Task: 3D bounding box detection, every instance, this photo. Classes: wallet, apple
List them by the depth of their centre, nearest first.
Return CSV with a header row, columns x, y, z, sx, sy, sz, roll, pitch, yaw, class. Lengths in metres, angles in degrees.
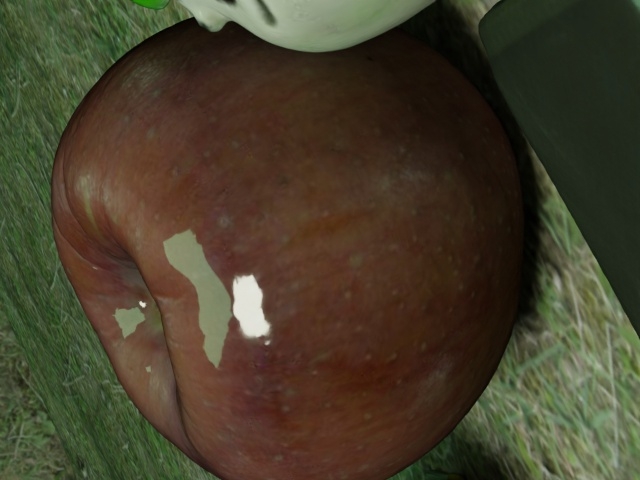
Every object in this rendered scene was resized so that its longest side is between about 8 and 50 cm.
x,y,z,sx,sy,sz,roll,pitch,yaw,class
0.164,-0.019,0.876,0.245,0.052,0.168,64,161,-2,wallet
-0.012,0.000,1.089,0.306,0.235,0.306,51,156,34,apple

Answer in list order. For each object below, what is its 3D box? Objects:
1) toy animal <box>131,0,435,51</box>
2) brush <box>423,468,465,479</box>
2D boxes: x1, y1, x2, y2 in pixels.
x,y,z,sx,sy,sz,roll,pitch,yaw,class
-0.039,-0.212,0.968,0.212,0.212,0.267,112,138,-64,toy animal
0.125,0.200,1.280,0.205,0.011,0.083,-2,108,69,brush
